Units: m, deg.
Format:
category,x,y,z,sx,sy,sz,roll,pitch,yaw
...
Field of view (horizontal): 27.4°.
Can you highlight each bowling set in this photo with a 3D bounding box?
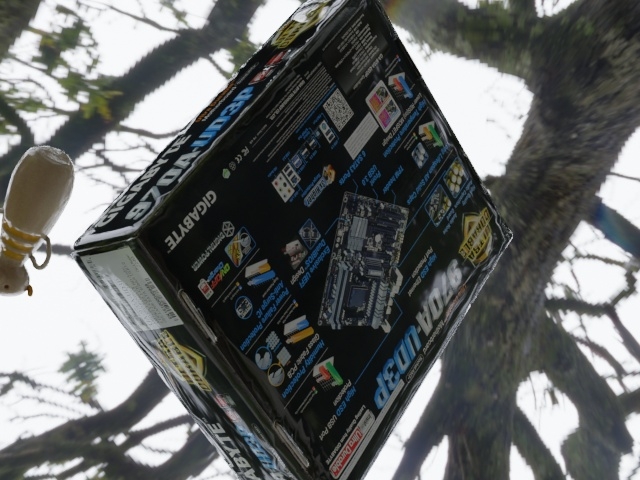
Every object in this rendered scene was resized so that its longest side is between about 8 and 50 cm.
category,x,y,z,sx,sy,sz,roll,pitch,yaw
bowling set,-0.380,-0.053,1.126,0.287,0.200,0.154,34,-65,12

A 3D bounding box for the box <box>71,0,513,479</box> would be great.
category,x,y,z,sx,sy,sz,roll,pitch,yaw
box,0.000,0.000,0.659,0.051,0.220,0.175,-10,-58,43
